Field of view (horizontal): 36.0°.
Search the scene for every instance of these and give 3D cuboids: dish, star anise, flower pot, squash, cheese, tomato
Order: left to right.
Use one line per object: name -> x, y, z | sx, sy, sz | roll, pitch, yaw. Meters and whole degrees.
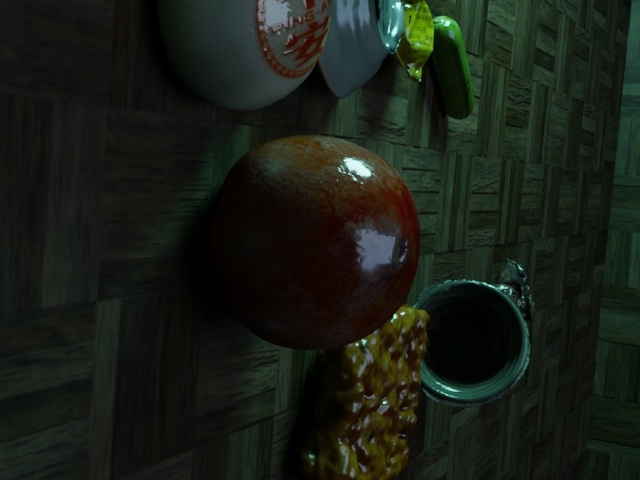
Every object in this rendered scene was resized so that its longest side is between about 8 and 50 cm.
tomato -> 0.000, 0.000, 1.183 | 0.265, 0.265, 0.264 | -24, 117, -60
dish -> 0.061, -0.328, 1.358 | 0.260, 0.085, 0.260 | 0, 90, -73
cheese -> 0.134, -0.377, 1.567 | 0.156, 0.064, 0.250 | -13, 98, -63
squash -> 0.238, -0.313, 1.791 | 0.066, 0.066, 0.229 | -65, 150, -32
flower pot -> 0.261, 0.191, 1.817 | 0.140, 0.236, 0.235 | 82, 19, -80
star anise -> 0.448, 0.170, 2.290 | 0.214, 0.099, 0.220 | -71, 152, -43

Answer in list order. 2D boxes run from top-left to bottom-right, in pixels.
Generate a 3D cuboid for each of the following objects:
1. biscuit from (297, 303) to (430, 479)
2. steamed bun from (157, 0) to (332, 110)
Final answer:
biscuit -> 0.071, 0.245, 1.536 | 0.318, 0.111, 0.312 | 13, 87, -63
steamed bun -> -0.068, -0.259, 1.095 | 0.232, 0.145, 0.231 | -24, 117, -61
